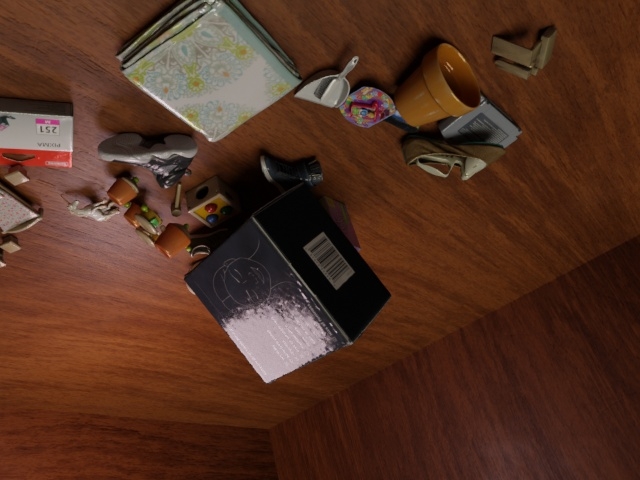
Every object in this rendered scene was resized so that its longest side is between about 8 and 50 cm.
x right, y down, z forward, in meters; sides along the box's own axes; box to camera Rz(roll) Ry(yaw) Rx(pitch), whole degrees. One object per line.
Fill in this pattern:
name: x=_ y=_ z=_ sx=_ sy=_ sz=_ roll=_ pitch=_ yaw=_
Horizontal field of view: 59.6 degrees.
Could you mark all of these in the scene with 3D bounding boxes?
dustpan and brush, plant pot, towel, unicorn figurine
dustpan and brush: x=0.039 y=-0.444 z=1.555 sx=0.148 sy=0.060 sz=0.211 roll=8 pitch=140 yaw=-33
plant pot: x=0.323 y=-0.427 z=1.610 sx=0.205 sy=0.204 sz=0.188 roll=16 pitch=151 yaw=-40
towel: x=-0.270 y=-0.433 z=1.412 sx=0.321 sy=0.090 sz=0.374 roll=-27 pitch=146 yaw=20
unicorn figurine: x=-0.701 y=-0.096 z=1.729 sx=0.111 sy=0.060 sz=0.162 roll=-23 pitch=146 yaw=8

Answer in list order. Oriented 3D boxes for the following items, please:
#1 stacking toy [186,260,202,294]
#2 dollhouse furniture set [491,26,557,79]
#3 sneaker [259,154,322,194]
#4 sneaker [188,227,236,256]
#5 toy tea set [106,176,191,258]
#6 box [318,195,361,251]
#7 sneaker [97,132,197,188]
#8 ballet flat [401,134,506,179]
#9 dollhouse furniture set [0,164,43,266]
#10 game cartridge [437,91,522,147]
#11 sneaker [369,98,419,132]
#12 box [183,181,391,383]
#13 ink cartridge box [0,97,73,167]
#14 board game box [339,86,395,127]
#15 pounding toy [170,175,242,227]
stacking toy: x=-0.396 y=0.199 z=2.246 sx=0.141 sy=0.141 sz=0.330 roll=-24 pitch=150 yaw=10
dollhouse furniture set: x=0.600 y=-0.569 z=1.660 sx=0.151 sy=0.123 sz=0.144 roll=-47 pitch=152 yaw=-19
sneaker: x=-0.087 y=-0.227 z=1.785 sx=0.164 sy=0.086 sz=0.226 roll=-19 pitch=154 yaw=15
sneaker: x=-0.388 y=0.015 z=2.010 sx=0.192 sy=0.086 sz=0.064 roll=-10 pitch=146 yaw=-12
toy tea set: x=-0.528 y=-0.081 z=1.771 sx=0.124 sy=0.200 sz=0.336 roll=-50 pitch=154 yaw=-21
box: x=0.000 y=0.000 z=2.051 sx=0.117 sy=0.213 sz=0.243 roll=18 pitch=132 yaw=-42
sneaker: x=-0.492 y=-0.221 z=1.601 sx=0.269 sy=0.101 sz=0.153 roll=-6 pitch=143 yaw=-22
ballet flat: x=0.437 y=-0.266 z=1.847 sx=0.343 sy=0.124 sz=0.116 roll=7 pitch=163 yaw=-1
dollhouse furniture set: x=-0.929 y=-0.014 z=1.633 sx=0.356 sy=0.173 sz=0.303 roll=-20 pitch=147 yaw=8
game cartridge: x=0.535 y=-0.372 z=1.898 sx=0.198 sy=0.062 sz=0.297 roll=-34 pitch=144 yaw=31
sneaker: x=0.222 y=-0.406 z=1.708 sx=0.210 sy=0.082 sz=0.069 roll=20 pitch=170 yaw=-23
box: x=-0.119 y=0.154 z=1.842 sx=0.472 sy=0.479 sz=0.297 roll=-36 pitch=-178 yaw=42
ink cartridge box: x=-0.791 y=-0.260 z=1.450 sx=0.276 sy=0.060 sz=0.238 roll=-1 pitch=142 yaw=-24
board game box: x=0.133 y=-0.382 z=1.651 sx=0.133 sy=0.033 sz=0.169 roll=34 pitch=144 yaw=-31
pounding toy: x=-0.394 y=-0.114 z=1.812 sx=0.206 sy=0.094 sz=0.181 roll=-27 pitch=146 yaw=14
